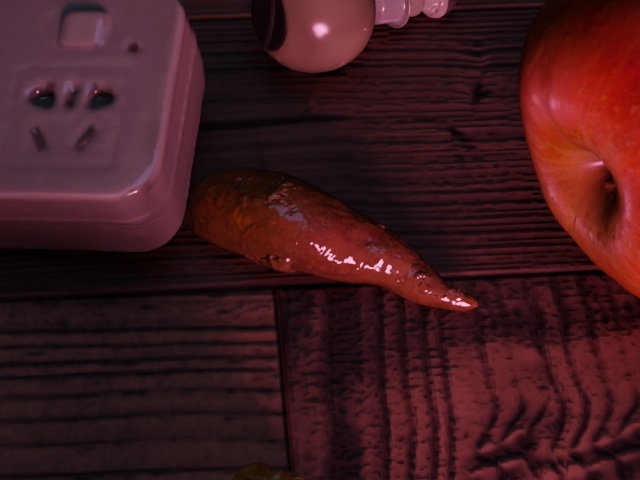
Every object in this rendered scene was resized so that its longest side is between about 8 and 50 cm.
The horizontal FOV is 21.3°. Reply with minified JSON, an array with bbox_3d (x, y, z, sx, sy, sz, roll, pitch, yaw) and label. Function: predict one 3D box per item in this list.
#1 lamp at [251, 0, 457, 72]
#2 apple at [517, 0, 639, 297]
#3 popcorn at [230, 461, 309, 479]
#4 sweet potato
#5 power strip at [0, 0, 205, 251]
[{"bbox_3d":[0.032,-0.173,1.245,0.163,0.091,0.091,-11,52,-29],"label":"lamp"},{"bbox_3d":[0.260,-0.085,1.085,0.241,0.242,0.242,-26,58,-14],"label":"apple"},{"bbox_3d":[-0.033,0.160,0.983,0.084,0.084,0.084,1,53,-1],"label":"popcorn"},{"bbox_3d":[-0.001,-0.004,1.120,0.226,0.068,0.068,19,54,11],"label":"sweet potato"},{"bbox_3d":[-0.193,-0.116,1.172,0.230,0.141,0.261,1,63,9],"label":"power strip"}]
